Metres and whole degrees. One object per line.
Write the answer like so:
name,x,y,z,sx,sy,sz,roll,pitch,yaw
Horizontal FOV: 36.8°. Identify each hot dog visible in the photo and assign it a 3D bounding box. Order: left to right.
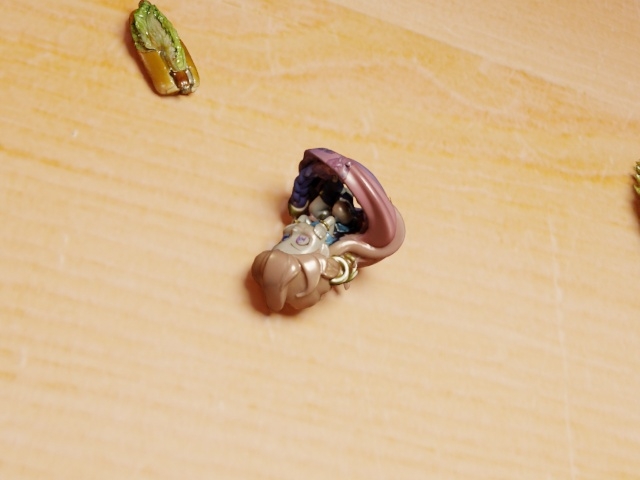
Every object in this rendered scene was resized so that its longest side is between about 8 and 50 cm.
hot dog,-0.164,-0.201,0.991,0.056,0.041,0.133,-12,60,-32

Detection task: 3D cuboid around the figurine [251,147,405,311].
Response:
figurine,0.006,0.002,0.878,0.114,0.126,0.157,42,63,-46

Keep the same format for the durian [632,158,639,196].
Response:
durian,0.477,-0.001,1.078,0.306,0.166,0.172,40,79,16
